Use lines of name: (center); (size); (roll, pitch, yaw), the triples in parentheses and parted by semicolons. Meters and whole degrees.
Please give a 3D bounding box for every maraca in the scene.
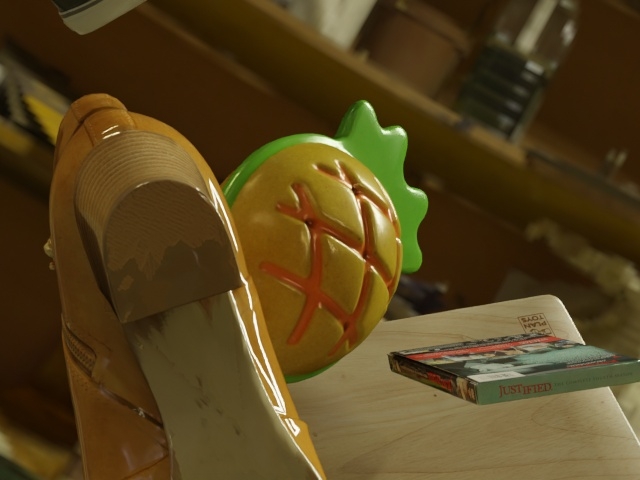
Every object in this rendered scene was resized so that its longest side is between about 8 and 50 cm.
maraca: (0.000, 0.000, 0.939); (0.099, 0.185, 0.127); (2, -61, 39)

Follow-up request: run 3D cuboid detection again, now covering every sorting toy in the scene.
sorting toy: (0.095, 0.180, 1.208); (0.255, 0.257, 0.089); (65, -30, 33)

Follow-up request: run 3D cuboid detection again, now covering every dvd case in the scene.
dvd case: (0.094, 0.062, 0.865); (0.087, 0.013, 0.119); (-6, 4, -18)

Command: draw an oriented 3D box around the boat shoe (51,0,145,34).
boat shoe: (-0.113, -0.230, 1.234); (0.228, 0.080, 0.076); (-26, -61, 30)

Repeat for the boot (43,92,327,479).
boot: (-0.062, 0.083, 0.791); (0.104, 0.295, 0.211); (-11, 13, -10)
